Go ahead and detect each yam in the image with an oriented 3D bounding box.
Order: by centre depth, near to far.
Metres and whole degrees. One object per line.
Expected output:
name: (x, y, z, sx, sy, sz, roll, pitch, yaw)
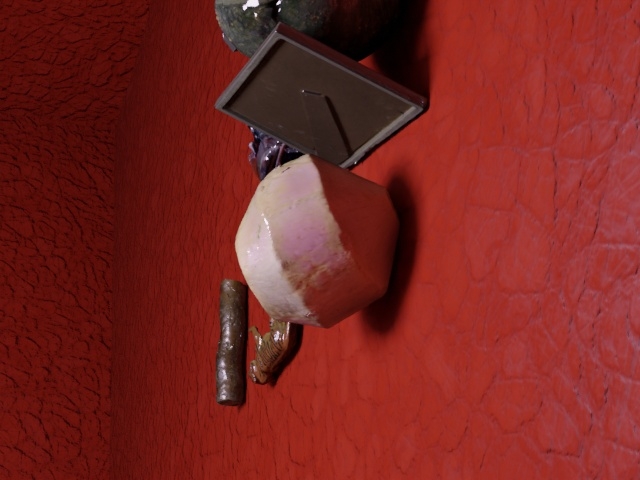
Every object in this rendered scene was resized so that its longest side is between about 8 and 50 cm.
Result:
yam: (-0.172, 0.195, 2.341, 0.061, 0.061, 0.253, 132, 143, -60)

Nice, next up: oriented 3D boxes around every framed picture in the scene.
framed picture: (-0.008, -0.195, 1.728, 0.315, 0.232, 0.024, -33, 33, 65)

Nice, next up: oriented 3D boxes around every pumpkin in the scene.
pumpkin: (-0.010, -0.406, 1.713, 0.257, 0.291, 0.328, -160, 68, -64)

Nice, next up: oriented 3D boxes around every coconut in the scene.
coconut: (0.000, 0.000, 1.648, 0.197, 0.237, 0.237, -110, 32, -62)

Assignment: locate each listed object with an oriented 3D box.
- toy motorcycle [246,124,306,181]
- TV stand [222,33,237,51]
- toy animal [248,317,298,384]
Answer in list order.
toy motorcycle: (-0.038, -0.219, 1.984, 0.207, 0.134, 0.401, -110, 31, -44)
TV stand: (-0.050, -0.355, 1.913, 0.040, 0.256, 0.049, 51, 136, 9)
toy animal: (-0.074, 0.168, 2.067, 0.241, 0.056, 0.099, 127, 139, -54)
